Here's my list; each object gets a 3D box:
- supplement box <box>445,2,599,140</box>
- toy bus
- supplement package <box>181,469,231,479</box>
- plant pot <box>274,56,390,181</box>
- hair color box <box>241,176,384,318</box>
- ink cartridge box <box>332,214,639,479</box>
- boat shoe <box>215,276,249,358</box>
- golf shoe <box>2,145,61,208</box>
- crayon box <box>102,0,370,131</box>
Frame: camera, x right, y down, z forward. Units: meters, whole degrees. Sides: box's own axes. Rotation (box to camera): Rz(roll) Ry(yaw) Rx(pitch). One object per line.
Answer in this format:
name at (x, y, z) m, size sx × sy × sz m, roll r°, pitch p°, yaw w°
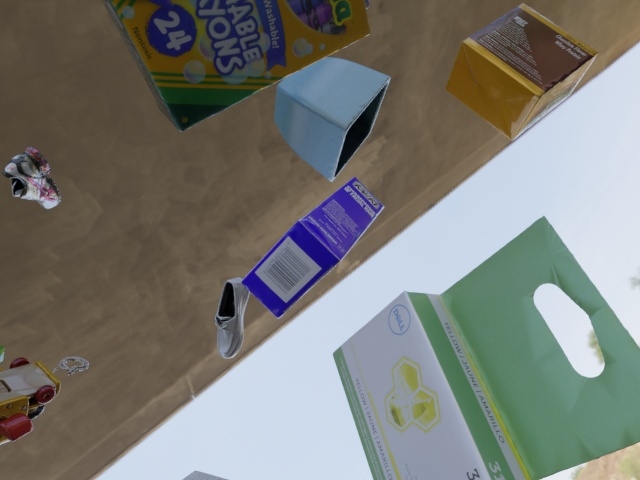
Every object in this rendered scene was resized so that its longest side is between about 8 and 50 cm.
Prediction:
supplement box at (0.409, -0.350, 0.984) m, size 0.194 × 0.191 × 0.129 m, roll -37°, pitch -20°, yaw -19°
toy bus at (-0.486, 0.255, 0.714) m, size 0.203 × 0.191 × 0.104 m, roll 13°, pitch -74°, yaw -12°
supplement package at (-0.052, 0.272, 0.376) m, size 0.105 × 0.180 × 0.105 m, roll 37°, pitch -118°, yaw -76°
plant pot at (0.010, -0.377, 1.368) m, size 0.247 × 0.252 × 0.247 m, roll -53°, pitch -9°, yaw -27°
hair color box at (0.000, 0.000, 0.972) m, size 0.185 × 0.110 × 0.339 m, roll -45°, pitch 1°, yaw 29°
ink cartridge box at (0.115, 0.112, 0.381) m, size 0.056 × 0.171 × 0.235 m, roll 8°, pitch -42°, yaw -34°
boat shoe at (-0.294, 0.251, 1.523) m, size 0.088 × 0.096 × 0.267 m, roll 5°, pitch -79°, yaw -62°
golf shoe at (-0.606, -0.117, 0.994) m, size 0.086 × 0.068 × 0.186 m, roll -48°, pitch -9°, yaw -30°
crayon box at (-0.070, -0.292, 0.533) m, size 0.323 × 0.083 × 0.203 m, roll -32°, pitch -46°, yaw -13°
